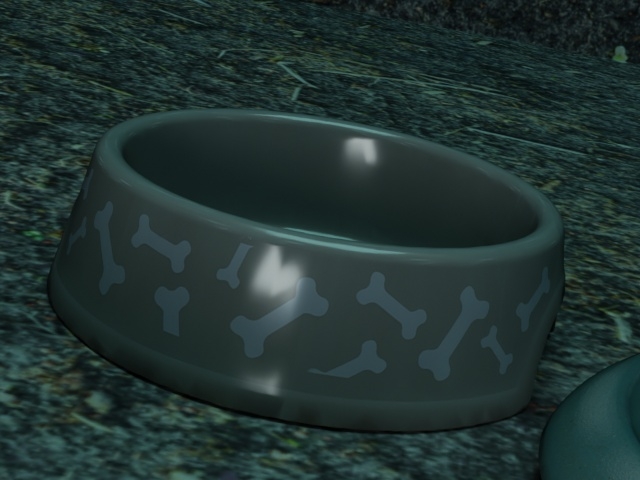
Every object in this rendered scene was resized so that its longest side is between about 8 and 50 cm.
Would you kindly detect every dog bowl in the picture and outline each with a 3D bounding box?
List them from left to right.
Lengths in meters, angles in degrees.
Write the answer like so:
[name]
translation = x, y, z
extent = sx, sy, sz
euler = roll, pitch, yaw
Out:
[dog bowl]
translation = 0.000, 0.000, 0.861
extent = 0.349, 0.102, 0.349
euler = 10, 18, -3

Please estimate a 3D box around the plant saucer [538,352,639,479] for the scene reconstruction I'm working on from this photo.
[plant saucer]
translation = 0.275, 0.128, 0.677
extent = 0.318, 0.043, 0.317
euler = 8, 22, -3
